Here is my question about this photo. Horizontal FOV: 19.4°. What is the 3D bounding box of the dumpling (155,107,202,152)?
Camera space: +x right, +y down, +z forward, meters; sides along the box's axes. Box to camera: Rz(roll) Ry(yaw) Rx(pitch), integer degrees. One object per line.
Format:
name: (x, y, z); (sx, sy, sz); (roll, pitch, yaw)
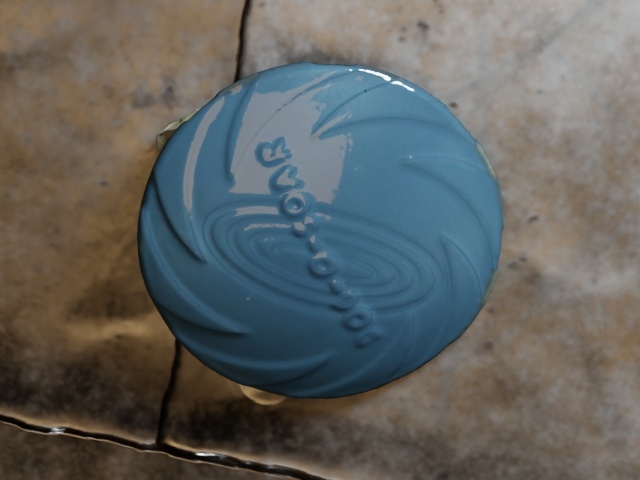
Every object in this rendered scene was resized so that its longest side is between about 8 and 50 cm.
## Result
dumpling: (-0.087, -0.073, 1.470); (0.077, 0.043, 0.059); (-21, 110, -3)

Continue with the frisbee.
frisbee: (0.001, 0.002, 1.456); (0.289, 0.049, 0.289); (-1, 113, -3)
